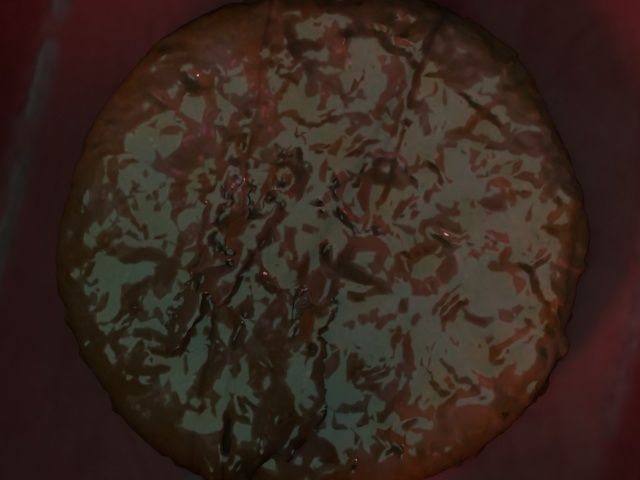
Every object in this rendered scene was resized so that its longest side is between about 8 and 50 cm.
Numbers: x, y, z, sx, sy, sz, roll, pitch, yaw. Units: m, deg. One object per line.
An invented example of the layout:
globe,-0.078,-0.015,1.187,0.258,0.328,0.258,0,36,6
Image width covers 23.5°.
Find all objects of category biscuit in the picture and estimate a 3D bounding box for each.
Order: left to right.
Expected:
biscuit,0.000,0.000,0.622,0.219,0.033,0.220,-1,85,6
